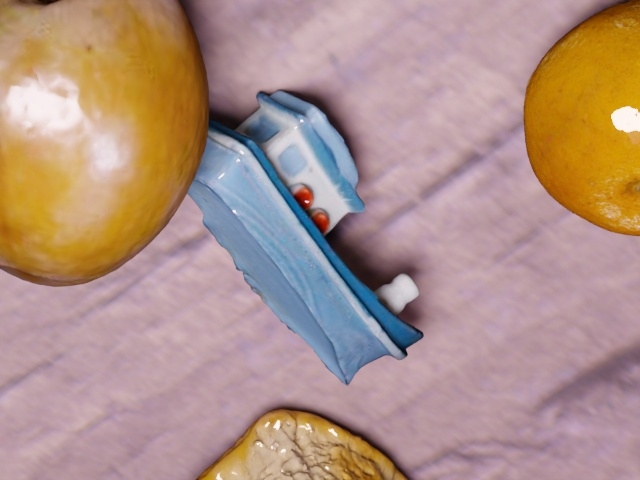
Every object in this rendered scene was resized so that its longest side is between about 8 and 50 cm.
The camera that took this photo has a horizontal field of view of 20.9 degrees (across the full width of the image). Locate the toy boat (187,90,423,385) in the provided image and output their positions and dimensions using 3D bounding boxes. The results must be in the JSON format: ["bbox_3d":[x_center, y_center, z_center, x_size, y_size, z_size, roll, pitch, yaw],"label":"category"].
[{"bbox_3d":[0.000,0.000,1.144,0.098,0.109,0.238,-44,125,-13],"label":"toy boat"}]

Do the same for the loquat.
[{"bbox_3d":[-0.154,-0.072,1.017,0.179,0.179,0.227,1,135,-5],"label":"loquat"}]

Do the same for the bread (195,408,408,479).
[{"bbox_3d":[-0.044,0.246,1.305,0.174,0.121,0.245,35,111,-22],"label":"bread"}]

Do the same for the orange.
[{"bbox_3d":[0.203,-0.078,1.076,0.154,0.134,0.155,12,145,8],"label":"orange"}]
